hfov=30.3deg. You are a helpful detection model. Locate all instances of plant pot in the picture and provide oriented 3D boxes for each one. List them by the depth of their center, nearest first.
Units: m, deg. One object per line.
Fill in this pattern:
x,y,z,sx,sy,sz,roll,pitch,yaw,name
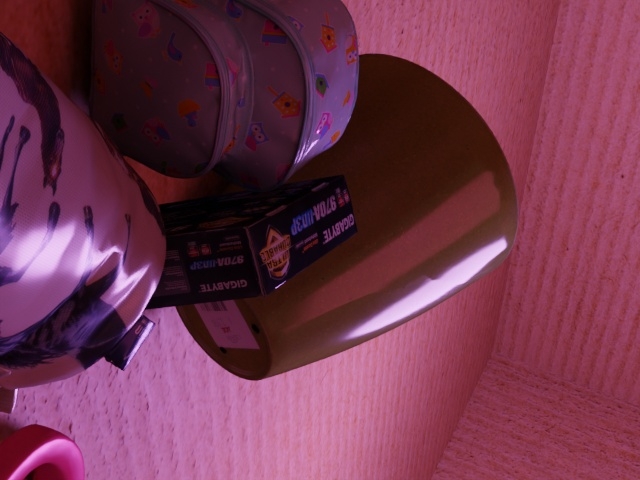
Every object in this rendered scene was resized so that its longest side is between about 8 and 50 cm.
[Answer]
0.000,0.000,1.180,0.293,0.275,0.275,-38,147,-33,plant pot

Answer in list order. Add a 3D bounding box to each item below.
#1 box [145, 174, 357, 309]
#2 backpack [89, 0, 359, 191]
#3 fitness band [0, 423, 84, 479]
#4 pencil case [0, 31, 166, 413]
-0.105,0.005,0.865,0.175,0.220,0.051,-33,113,-64,box
-0.072,-0.124,0.863,0.144,0.188,0.166,-46,152,-53,backpack
-0.280,0.274,0.910,0.291,0.054,0.209,-60,163,-27,fitness band
-0.211,-0.030,0.590,0.410,0.160,0.183,55,42,-70,pencil case
